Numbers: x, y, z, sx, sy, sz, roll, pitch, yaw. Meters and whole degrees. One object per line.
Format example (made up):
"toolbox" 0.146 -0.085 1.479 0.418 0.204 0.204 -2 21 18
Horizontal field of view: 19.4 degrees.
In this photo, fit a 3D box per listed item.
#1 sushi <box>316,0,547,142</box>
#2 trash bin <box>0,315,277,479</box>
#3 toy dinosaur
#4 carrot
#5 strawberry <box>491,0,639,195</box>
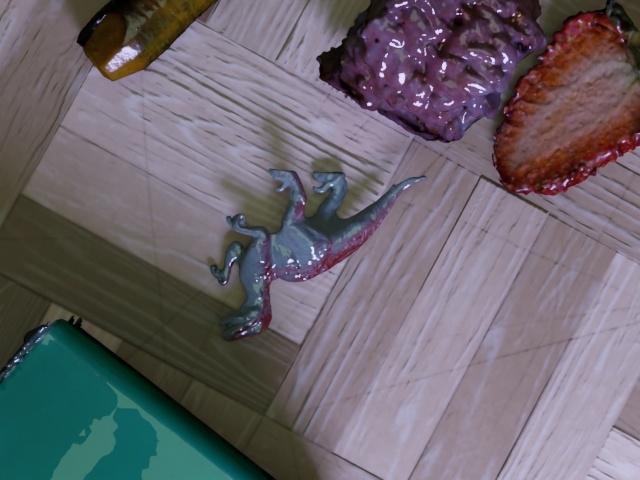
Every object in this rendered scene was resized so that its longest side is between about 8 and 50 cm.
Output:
"sushi" 0.127 -0.213 1.859 0.171 0.270 0.236 36 98 -6
"trash bin" -0.184 0.279 1.836 0.381 0.259 0.295 42 86 5
"toy dinosaur" 0.000 0.000 1.949 0.242 0.053 0.167 -12 90 -5
"carrot" -0.170 -0.239 1.931 0.173 0.082 0.082 -43 91 -1
"strawberry" 0.272 -0.143 1.970 0.208 0.087 0.167 -32 69 20
